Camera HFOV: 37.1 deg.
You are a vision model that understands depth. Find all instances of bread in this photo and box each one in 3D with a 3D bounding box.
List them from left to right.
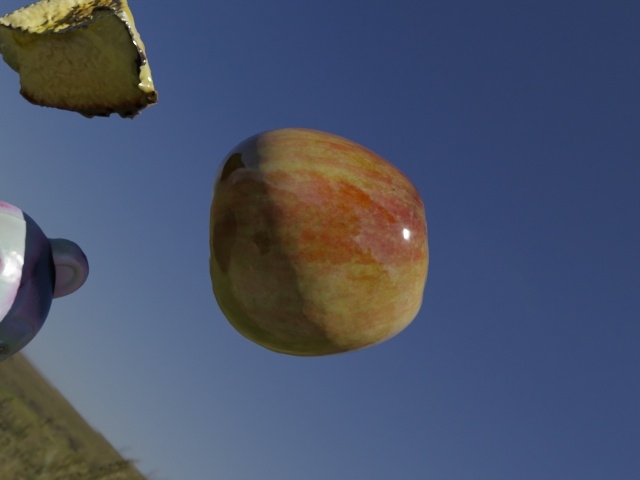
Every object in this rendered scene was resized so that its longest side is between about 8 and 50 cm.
[{"bbox_3d":[-0.263,-0.208,1.083,0.160,0.169,0.140,42,-27,48],"label":"bread"}]

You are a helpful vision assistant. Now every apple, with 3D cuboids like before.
[{"bbox_3d":[0.000,0.000,1.035,0.234,0.256,0.256,-2,-37,9],"label":"apple"}]

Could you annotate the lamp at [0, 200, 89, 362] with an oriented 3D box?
[{"bbox_3d":[-0.420,0.002,1.002,0.247,0.247,0.301,51,-5,44],"label":"lamp"}]
